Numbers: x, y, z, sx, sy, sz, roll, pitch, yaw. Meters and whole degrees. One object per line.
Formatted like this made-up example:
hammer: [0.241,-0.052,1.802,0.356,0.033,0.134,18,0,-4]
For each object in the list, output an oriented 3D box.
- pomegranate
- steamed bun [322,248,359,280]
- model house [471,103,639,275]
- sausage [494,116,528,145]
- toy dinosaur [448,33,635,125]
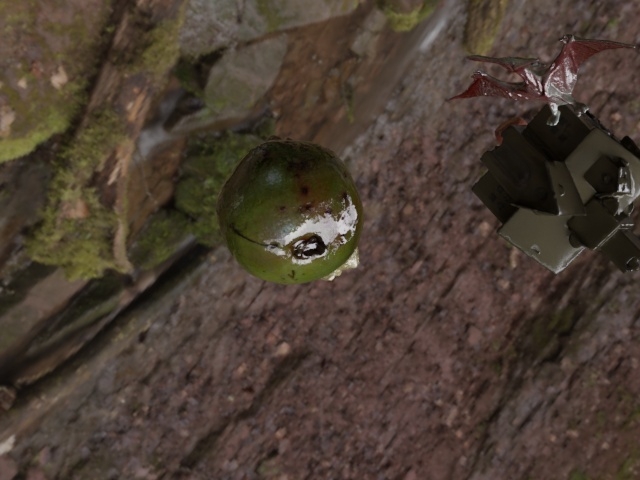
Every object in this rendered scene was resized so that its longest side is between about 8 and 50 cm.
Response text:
pomegranate: [-0.039,-0.038,0.964,0.179,0.179,0.210,-55,-168,5]
steamed bun: [0.000,0.000,1.641,0.177,0.192,0.106,14,121,-43]
model house: [0.363,-0.054,1.124,0.204,0.243,0.211,-4,139,-50]
sausage: [0.372,-0.148,1.409,0.062,0.154,0.062,-33,-166,9]
toy dinosaur: [0.217,-0.161,0.795,0.220,0.108,0.032,-13,-130,49]
